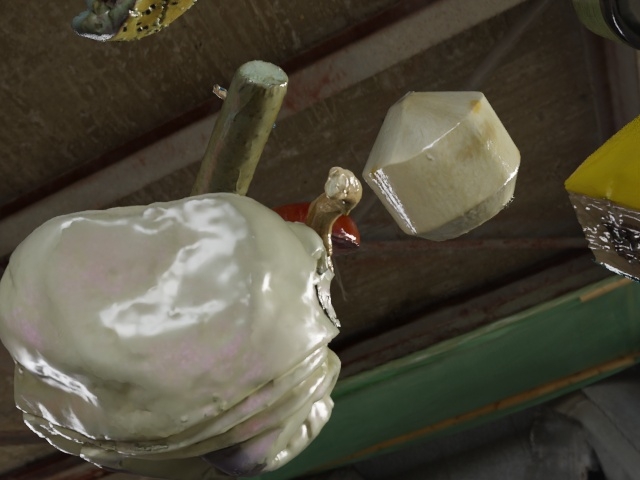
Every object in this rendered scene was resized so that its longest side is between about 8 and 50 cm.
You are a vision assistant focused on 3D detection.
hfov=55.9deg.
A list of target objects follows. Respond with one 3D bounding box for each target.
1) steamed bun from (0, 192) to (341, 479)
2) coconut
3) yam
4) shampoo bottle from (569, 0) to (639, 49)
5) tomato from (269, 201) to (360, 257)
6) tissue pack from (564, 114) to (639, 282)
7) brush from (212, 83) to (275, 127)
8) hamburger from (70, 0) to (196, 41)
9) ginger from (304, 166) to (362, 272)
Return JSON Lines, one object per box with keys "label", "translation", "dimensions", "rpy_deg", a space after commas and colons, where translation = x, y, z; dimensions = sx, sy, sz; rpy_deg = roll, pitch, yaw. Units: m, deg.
{"label": "steamed bun", "translation": [-0.100, 0.099, 0.508], "dimensions": [0.275, 0.206, 0.320], "rpy_deg": [-28, -18, 29]}
{"label": "coconut", "translation": [0.239, -0.165, 1.250], "dimensions": [0.323, 0.323, 0.322], "rpy_deg": [-6, -46, -6]}
{"label": "yam", "translation": [-0.134, -0.084, 0.845], "dimensions": [0.083, 0.083, 0.371], "rpy_deg": [12, -46, -21]}
{"label": "shampoo bottle", "translation": [0.291, -0.239, 0.562], "dimensions": [0.101, 0.284, 0.101], "rpy_deg": [5, -67, 11]}
{"label": "tomato", "translation": [-0.037, -0.018, 1.152], "dimensions": [0.225, 0.084, 0.225], "rpy_deg": [-4, -12, -1]}
{"label": "tissue pack", "translation": [0.224, -0.021, 0.287], "dimensions": [0.120, 0.169, 0.082], "rpy_deg": [-39, -61, -7]}
{"label": "brush", "translation": [-0.172, -0.303, 1.373], "dimensions": [0.164, 0.051, 0.014], "rpy_deg": [29, -66, -22]}
{"label": "hamburger", "translation": [-0.221, -0.391, 0.781], "dimensions": [0.288, 0.192, 0.167], "rpy_deg": [-38, -90, 34]}
{"label": "ginger", "translation": [0.000, 0.000, 0.877], "dimensions": [0.075, 0.089, 0.288], "rpy_deg": [-17, -29, -32]}
